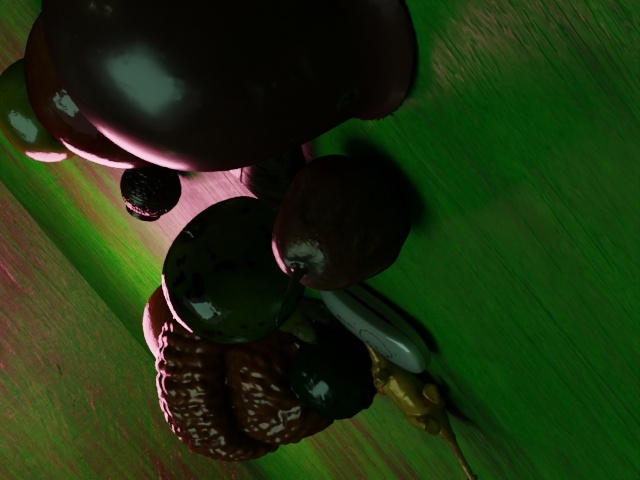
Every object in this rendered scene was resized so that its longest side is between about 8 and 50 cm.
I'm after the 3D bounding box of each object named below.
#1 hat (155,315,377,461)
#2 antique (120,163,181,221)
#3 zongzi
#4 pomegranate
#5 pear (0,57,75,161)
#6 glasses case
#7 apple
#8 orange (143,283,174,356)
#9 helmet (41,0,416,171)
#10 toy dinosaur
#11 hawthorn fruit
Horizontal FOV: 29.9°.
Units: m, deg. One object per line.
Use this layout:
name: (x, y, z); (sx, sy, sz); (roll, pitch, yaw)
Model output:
hat: (-0.047, 0.211, 1.870); (0.400, 0.285, 0.285); (0, 135, 36)
antique: (-0.270, -0.086, 1.910); (0.104, 0.104, 0.104); (43, 162, 17)
zongzi: (-0.037, -0.082, 1.365); (0.184, 0.084, 0.187); (48, 165, -8)
pomegranate: (-0.097, 0.058, 1.635); (0.263, 0.211, 0.211); (43, 167, -30)
pear: (-0.452, -0.231, 1.961); (0.180, 0.166, 0.216); (47, -169, -45)
glasses case: (0.069, 0.107, 1.582); (0.197, 0.049, 0.076); (36, 159, 36)
apple: (-0.227, -0.193, 1.364); (0.218, 0.218, 0.201); (52, 163, -14)
orange: (-0.222, 0.150, 2.164); (0.206, 0.206, 0.206); (43, 162, 17)
helmet: (-0.122, -0.186, 1.106); (0.385, 0.230, 0.338); (34, 158, 43)
toy dinosaur: (0.135, 0.225, 1.659); (0.288, 0.070, 0.117); (52, 174, 0)
hawthorn fruit: (0.009, -0.016, 1.261); (0.149, 0.189, 0.149); (20, 121, 39)
